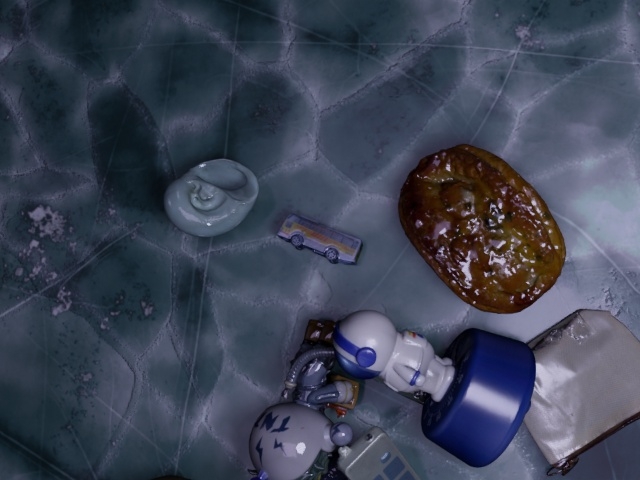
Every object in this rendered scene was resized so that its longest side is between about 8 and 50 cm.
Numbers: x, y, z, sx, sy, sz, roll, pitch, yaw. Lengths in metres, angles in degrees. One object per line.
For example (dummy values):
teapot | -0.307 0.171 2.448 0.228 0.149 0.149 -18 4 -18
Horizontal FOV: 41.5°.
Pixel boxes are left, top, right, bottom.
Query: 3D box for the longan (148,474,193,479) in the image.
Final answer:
longan | -0.324 0.667 1.800 0.319 0.319 0.318 -1 86 11

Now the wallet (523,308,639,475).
wallet | 0.555 0.307 1.778 0.335 0.068 0.274 -33 84 0

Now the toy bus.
toy bus | 0.000 0.000 1.905 0.191 0.064 0.075 22 85 12

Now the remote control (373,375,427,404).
remote control | 0.210 0.314 1.851 0.222 0.042 0.072 22 91 11

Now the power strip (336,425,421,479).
power strip | 0.133 0.497 1.765 0.118 0.046 0.270 -41 123 -11

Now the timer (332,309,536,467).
timer | 0.200 0.257 1.684 0.384 0.270 0.270 25 91 -4

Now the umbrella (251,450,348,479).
umbrella | -0.033 0.521 1.881 0.248 0.071 0.070 -18 83 16

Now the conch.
conch | -0.247 -0.098 1.930 0.221 0.121 0.184 -3 82 4

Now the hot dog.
hot dog | 0.337 -0.028 1.784 0.267 0.174 0.387 -41 81 8

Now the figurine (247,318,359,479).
figurine | -0.031 0.367 1.813 0.186 0.261 0.381 30 70 -22
